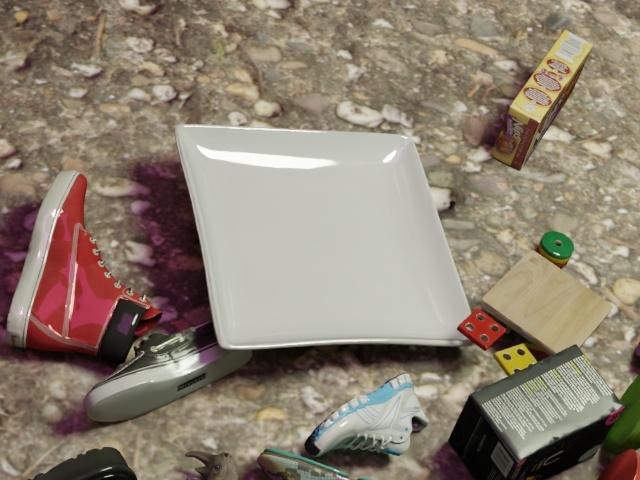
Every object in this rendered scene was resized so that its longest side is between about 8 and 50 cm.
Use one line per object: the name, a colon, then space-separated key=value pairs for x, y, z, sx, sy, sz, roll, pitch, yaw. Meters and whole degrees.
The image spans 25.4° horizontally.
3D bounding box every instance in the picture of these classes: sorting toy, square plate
sorting toy: x=0.280 y=0.098 z=1.815 sx=0.132 sy=0.046 sz=0.274 roll=36 pitch=46 yaw=16
sorting toy: x=0.420 y=0.245 z=1.704 sx=0.126 sy=0.127 sz=0.365 roll=32 pitch=45 yaw=-2
square plate: x=0.000 y=0.000 z=1.816 sx=0.347 sy=0.049 sz=0.344 roll=1 pitch=53 yaw=-23

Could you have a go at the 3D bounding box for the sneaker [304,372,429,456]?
sneaker: x=0.063 y=0.222 z=1.666 sx=0.190 sy=0.071 sz=0.083 roll=-22 pitch=72 yaw=-43

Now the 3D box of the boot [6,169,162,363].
boot: x=-0.273 y=0.033 z=1.751 sx=0.176 sy=0.088 sz=0.244 roll=10 pitch=61 yaw=-3

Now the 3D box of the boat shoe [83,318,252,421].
boat shoe: x=-0.190 y=0.150 z=1.689 sx=0.219 sy=0.078 sz=0.070 roll=-19 pitch=60 yaw=-31

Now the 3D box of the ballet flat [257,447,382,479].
ballet flat: x=0.030 y=0.299 z=1.626 sx=0.221 sy=0.077 sz=0.079 roll=14 pitch=73 yaw=-1

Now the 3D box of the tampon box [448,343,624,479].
tampon box: x=0.255 y=0.219 z=1.686 sx=0.161 sy=0.120 sz=0.101 roll=-22 pitch=60 yaw=-23

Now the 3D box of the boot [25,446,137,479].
boot: x=-0.277 y=0.380 z=1.421 sx=0.348 sy=0.131 sz=0.260 roll=-30 pitch=54 yaw=-16

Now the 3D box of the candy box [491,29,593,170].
candy box: x=0.314 y=-0.200 z=2.008 sx=0.053 sy=0.109 sz=0.187 roll=29 pitch=54 yaw=10

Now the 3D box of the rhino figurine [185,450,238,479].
rhino figurine: x=-0.074 y=0.321 z=1.584 sx=0.106 sy=0.073 sz=0.243 roll=-31 pitch=63 yaw=-31
